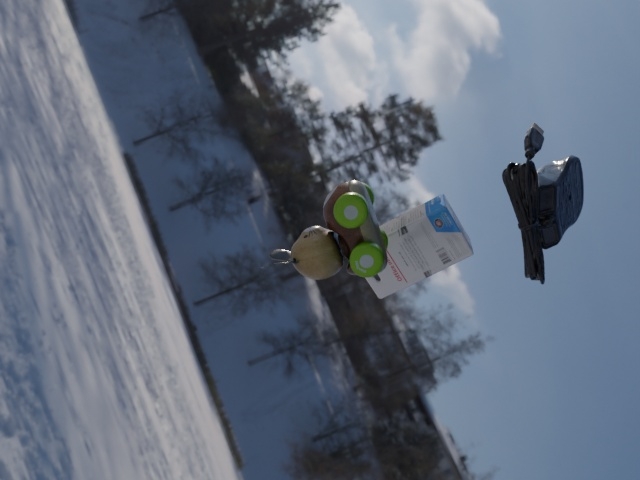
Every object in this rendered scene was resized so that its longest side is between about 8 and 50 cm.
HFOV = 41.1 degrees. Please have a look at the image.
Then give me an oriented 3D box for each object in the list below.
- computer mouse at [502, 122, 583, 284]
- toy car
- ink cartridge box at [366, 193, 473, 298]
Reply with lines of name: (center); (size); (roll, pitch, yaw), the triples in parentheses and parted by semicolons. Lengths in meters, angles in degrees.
computer mouse: (0.290, -0.076, 1.141); (0.262, 0.060, 0.184); (-46, 128, -49)
toy car: (0.000, 0.000, 1.324); (0.155, 0.188, 0.149); (-56, 129, -77)
ink cartridge box: (0.153, 0.011, 1.444); (0.104, 0.180, 0.060); (57, 17, -21)
